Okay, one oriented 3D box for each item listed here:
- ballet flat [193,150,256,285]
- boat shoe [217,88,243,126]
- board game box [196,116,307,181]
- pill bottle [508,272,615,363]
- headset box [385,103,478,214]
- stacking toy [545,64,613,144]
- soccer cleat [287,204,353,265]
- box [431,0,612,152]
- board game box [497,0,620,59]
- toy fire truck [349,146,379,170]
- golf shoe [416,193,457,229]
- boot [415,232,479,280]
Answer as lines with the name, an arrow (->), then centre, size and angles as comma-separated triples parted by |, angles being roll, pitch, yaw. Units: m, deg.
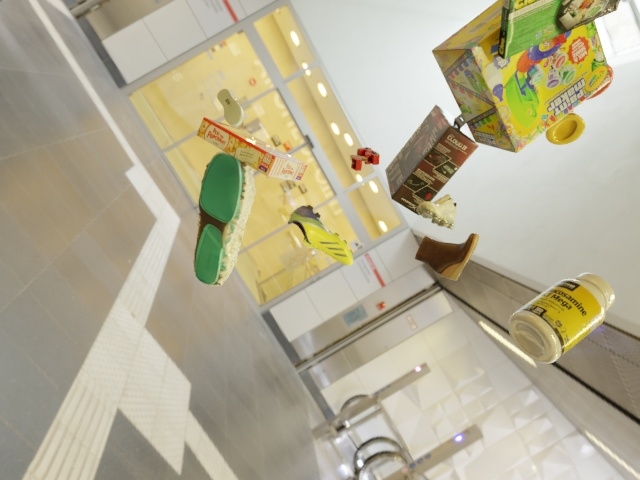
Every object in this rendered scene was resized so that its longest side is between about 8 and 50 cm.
ballet flat -> -0.246, -0.064, 1.186 | 0.147, 0.147, 0.409 | 58, -43, 44
boat shoe -> -0.286, -0.432, 1.527 | 0.083, 0.065, 0.183 | 44, 17, -56
board game box -> -0.143, -0.191, 0.967 | 0.193, 0.045, 0.146 | 31, 14, 19
pill bottle -> 0.812, 0.246, 1.512 | 0.188, 0.334, 0.188 | 50, -22, 29
headset box -> 0.329, -0.255, 1.350 | 0.110, 0.293, 0.218 | 29, 28, -15
stacking toy -> 0.759, -0.487, 1.483 | 0.309, 0.279, 0.130 | 99, 0, -50
soccer cleat -> -0.001, 0.000, 1.652 | 0.289, 0.121, 0.093 | 46, -21, -6
box -> 0.477, -0.418, 1.078 | 0.279, 0.290, 0.177 | 52, 0, -27
board game box -> 0.479, -0.471, 0.893 | 0.136, 0.259, 0.030 | 68, -1, -56
toy fire truck -> 0.174, -0.344, 1.892 | 0.192, 0.135, 0.047 | -123, -150, -60
golf shoe -> 0.315, -0.090, 1.211 | 0.069, 0.086, 0.176 | 22, 2, 36
boot -> 0.526, 0.034, 1.899 | 0.207, 0.248, 0.090 | 32, 33, 18
